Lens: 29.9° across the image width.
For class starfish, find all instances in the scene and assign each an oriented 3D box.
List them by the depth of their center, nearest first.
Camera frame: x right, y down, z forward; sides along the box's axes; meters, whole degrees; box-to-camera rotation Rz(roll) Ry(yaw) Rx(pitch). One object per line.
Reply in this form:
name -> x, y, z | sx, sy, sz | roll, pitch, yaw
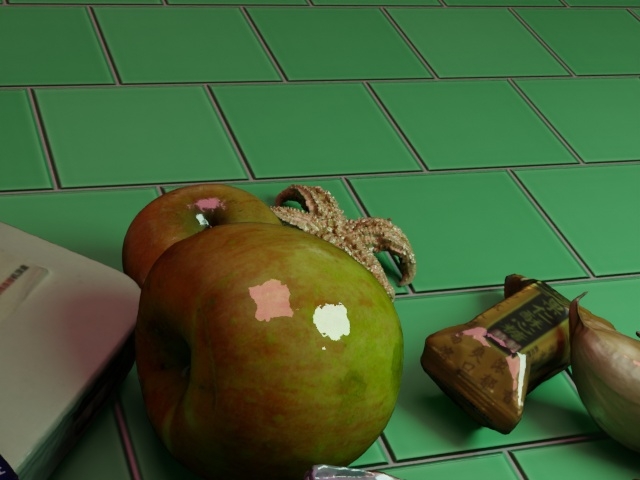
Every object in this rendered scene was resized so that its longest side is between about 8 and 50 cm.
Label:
starfish -> 0.000, -0.002, 1.421 | 0.216, 0.071, 0.238 | 3, 29, -21

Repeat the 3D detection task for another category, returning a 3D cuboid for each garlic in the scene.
garlic -> 0.334, 0.152, 1.221 | 0.206, 0.128, 0.115 | 29, 1, 1

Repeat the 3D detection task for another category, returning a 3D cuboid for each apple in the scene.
apple -> -0.044, 0.105, 1.110 | 0.226, 0.246, 0.246 | -3, 37, -33
apple -> -0.120, 0.028, 1.271 | 0.182, 0.155, 0.182 | 5, 50, -6

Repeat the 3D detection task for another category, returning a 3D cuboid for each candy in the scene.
candy -> 0.215, 0.107, 1.301 | 0.143, 0.101, 0.271 | 38, 36, 20

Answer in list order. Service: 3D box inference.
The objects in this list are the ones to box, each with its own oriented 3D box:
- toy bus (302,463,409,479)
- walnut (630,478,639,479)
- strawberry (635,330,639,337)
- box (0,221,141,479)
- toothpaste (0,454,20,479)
toy bus -> 0.051, 0.296, 0.920 | 0.138, 0.112, 0.317 | 24, 16, -22
walnut -> 0.301, 0.271, 1.122 | 0.170, 0.069, 0.143 | -11, 43, -25
strawberry -> 0.403, 0.158, 1.328 | 0.104, 0.048, 0.152 | -16, 59, -43
box -> -0.404, 0.102, 1.072 | 0.396, 0.111, 0.396 | 23, 35, 8
toothpaste -> -0.234, 0.265, 0.759 | 0.076, 0.320, 0.066 | -21, 45, -39
